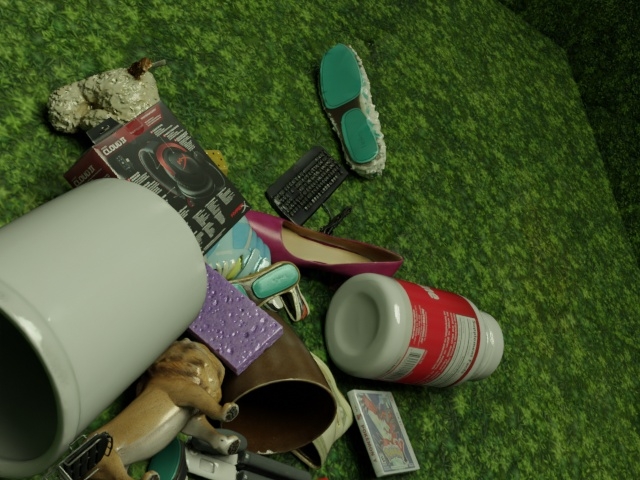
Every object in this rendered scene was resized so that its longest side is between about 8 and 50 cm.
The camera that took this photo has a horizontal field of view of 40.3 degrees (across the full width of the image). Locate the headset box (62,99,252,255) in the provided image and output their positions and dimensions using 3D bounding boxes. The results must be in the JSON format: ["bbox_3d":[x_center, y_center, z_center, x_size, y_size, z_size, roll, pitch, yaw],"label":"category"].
[{"bbox_3d":[-0.293,-0.098,1.556,0.293,0.110,0.218,50,38,-10],"label":"headset box"}]

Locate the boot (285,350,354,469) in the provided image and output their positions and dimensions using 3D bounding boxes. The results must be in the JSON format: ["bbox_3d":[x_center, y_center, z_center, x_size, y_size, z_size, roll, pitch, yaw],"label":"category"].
[{"bbox_3d":[-0.030,0.331,1.740,0.213,0.077,0.165,56,36,-9],"label":"boot"}]

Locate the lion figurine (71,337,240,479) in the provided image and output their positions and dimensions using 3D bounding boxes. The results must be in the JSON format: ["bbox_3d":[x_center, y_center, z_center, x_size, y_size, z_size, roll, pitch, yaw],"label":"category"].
[{"bbox_3d":[-0.284,0.310,1.405,0.240,0.142,0.392,24,43,35],"label":"lion figurine"}]

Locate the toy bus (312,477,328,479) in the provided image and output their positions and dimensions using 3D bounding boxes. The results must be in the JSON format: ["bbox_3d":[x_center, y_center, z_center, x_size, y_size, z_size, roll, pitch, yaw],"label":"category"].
[{"bbox_3d":[-0.029,0.525,1.566,0.202,0.191,0.104,51,-6,-4],"label":"toy bus"}]

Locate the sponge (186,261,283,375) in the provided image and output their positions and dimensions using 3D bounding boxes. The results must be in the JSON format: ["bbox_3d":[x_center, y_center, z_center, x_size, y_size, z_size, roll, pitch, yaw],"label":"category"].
[{"bbox_3d":[-0.183,0.137,1.580,0.210,0.031,0.117,37,65,22],"label":"sponge"}]

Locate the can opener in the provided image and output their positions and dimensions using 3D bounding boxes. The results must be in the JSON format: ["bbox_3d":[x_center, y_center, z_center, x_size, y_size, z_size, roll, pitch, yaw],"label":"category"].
[{"bbox_3d":[-0.118,0.409,1.570,0.284,0.095,0.076,27,45,-29],"label":"can opener"}]

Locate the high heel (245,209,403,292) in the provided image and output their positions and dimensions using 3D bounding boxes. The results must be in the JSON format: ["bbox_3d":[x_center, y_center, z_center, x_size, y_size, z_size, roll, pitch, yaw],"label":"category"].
[{"bbox_3d":[0.000,0.000,1.949,0.377,0.181,0.127,27,44,-31],"label":"high heel"}]

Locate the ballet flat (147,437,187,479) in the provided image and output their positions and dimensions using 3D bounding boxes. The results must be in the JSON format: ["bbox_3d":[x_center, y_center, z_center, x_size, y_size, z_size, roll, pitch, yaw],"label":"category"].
[{"bbox_3d":[-0.257,0.424,1.441,0.074,0.074,0.203,36,34,-22],"label":"ballet flat"}]

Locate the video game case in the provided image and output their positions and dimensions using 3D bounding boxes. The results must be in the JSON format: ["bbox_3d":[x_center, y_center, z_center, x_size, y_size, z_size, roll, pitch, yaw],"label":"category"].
[{"bbox_3d":[0.137,0.408,1.858,0.201,0.023,0.183,20,46,-60],"label":"video game case"}]

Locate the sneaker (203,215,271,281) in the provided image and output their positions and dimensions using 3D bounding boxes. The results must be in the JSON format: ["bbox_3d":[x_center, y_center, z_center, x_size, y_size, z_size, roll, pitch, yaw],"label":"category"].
[{"bbox_3d":[-0.205,0.056,1.736,0.208,0.127,0.319,49,42,-12],"label":"sneaker"}]

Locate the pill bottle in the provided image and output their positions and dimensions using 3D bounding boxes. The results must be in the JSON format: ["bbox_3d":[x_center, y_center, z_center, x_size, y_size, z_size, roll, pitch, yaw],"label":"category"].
[{"bbox_3d":[0.226,0.216,1.983,0.408,0.229,0.229,15,51,-40],"label":"pill bottle"}]

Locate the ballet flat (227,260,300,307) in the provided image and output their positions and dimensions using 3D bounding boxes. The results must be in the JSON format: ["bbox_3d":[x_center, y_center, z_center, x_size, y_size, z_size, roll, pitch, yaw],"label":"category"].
[{"bbox_3d":[-0.147,0.108,1.697,0.232,0.073,0.080,-20,90,-27],"label":"ballet flat"}]

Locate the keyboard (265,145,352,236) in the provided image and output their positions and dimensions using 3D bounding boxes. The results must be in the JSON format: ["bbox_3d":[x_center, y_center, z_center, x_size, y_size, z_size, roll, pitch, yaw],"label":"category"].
[{"bbox_3d":[-0.003,-0.110,2.160,0.201,0.033,0.317,49,38,-7],"label":"keyboard"}]

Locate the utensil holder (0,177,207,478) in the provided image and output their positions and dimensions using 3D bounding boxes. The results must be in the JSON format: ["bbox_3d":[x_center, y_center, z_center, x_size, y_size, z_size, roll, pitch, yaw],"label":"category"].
[{"bbox_3d":[-0.395,0.111,1.323,0.327,0.328,0.385,51,35,-4],"label":"utensil holder"}]

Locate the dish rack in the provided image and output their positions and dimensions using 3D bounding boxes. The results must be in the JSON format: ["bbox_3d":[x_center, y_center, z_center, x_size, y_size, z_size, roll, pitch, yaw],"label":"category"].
[{"bbox_3d":[-0.379,0.374,1.173,0.074,0.208,0.271,46,61,8],"label":"dish rack"}]

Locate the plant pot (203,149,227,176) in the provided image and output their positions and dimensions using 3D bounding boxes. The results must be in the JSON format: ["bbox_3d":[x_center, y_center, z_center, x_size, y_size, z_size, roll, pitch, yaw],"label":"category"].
[{"bbox_3d":[-0.248,-0.154,1.885,0.081,0.083,0.081,-8,68,-50],"label":"plant pot"}]

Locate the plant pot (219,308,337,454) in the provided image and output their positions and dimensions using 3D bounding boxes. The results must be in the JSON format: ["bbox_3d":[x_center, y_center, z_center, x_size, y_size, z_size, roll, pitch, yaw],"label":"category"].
[{"bbox_3d":[-0.099,0.248,1.654,0.215,0.215,0.230,25,29,-33],"label":"plant pot"}]

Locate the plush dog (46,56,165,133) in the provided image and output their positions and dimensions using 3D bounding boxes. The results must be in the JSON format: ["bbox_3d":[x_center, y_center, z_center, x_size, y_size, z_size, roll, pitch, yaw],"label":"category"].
[{"bbox_3d":[-0.372,-0.225,1.734,0.262,0.211,0.225,-23,96,-53],"label":"plush dog"}]

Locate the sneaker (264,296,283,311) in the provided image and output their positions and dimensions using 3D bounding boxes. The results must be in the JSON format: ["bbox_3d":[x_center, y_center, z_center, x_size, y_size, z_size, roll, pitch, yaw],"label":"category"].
[{"bbox_3d":[-0.111,0.103,1.864,0.109,0.044,0.040,56,35,0],"label":"sneaker"}]

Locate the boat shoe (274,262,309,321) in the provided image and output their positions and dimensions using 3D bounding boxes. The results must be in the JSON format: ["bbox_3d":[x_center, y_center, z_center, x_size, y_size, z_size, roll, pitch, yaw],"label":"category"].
[{"bbox_3d":[-0.072,0.112,1.897,0.043,0.049,0.137,-25,86,-50],"label":"boat shoe"}]

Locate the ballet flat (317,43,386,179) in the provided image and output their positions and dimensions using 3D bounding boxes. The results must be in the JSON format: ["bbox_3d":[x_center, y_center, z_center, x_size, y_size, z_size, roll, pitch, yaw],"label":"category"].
[{"bbox_3d":[0.089,-0.341,2.388,0.147,0.147,0.408,12,56,-42],"label":"ballet flat"}]
